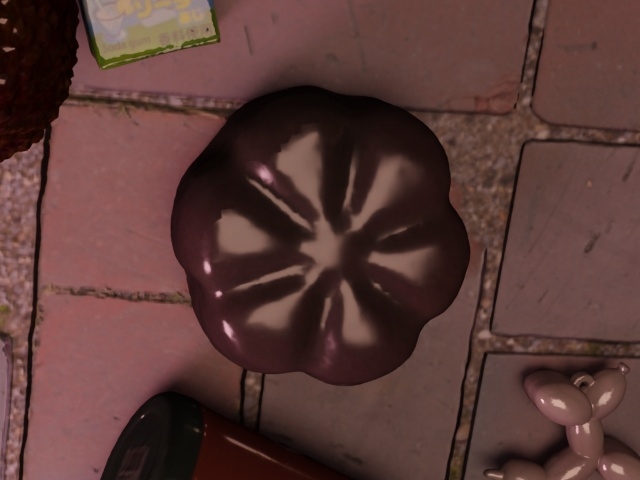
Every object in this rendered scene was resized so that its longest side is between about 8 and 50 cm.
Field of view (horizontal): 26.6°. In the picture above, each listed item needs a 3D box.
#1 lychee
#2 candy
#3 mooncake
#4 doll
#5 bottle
[{"bbox_3d":[-0.251,-0.158,0.934,0.188,0.188,0.188,-4,110,-11],"label":"lychee"},{"bbox_3d":[-0.141,-0.229,0.988,0.097,0.062,0.194,-14,111,-7],"label":"candy"},{"bbox_3d":[0.000,0.000,1.068,0.245,0.133,0.244,-3,102,-12],"label":"mooncake"},{"bbox_3d":[0.227,0.185,1.220,0.161,0.059,0.160,-35,114,2],"label":"doll"},{"bbox_3d":[-0.016,0.254,1.145,0.336,0.144,0.144,27,102,-21],"label":"bottle"}]
